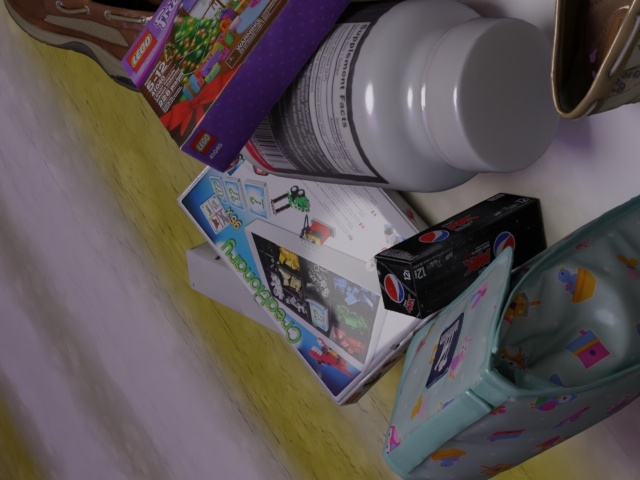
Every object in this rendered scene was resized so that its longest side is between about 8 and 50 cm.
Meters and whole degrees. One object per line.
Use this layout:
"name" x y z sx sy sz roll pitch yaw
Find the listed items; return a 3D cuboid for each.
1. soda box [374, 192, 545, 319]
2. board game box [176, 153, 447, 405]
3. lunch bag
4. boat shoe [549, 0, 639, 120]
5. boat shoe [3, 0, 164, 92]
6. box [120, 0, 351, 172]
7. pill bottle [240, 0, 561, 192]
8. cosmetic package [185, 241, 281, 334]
"soda box" 0.132 0.012 1.212 0.053 0.169 0.060 14 123 51
"board game box" 0.000 0.000 1.402 0.193 0.053 0.305 -46 69 18
"lunch bag" 0.183 0.097 1.116 0.160 0.262 0.223 56 147 12
"boat shoe" 0.231 -0.225 0.990 0.104 0.089 0.285 29 133 42
"boat shoe" -0.271 -0.295 1.622 0.324 0.122 0.120 29 129 30
"box" -0.059 -0.231 1.210 0.293 0.057 0.201 -53 37 11
"pill bottle" 0.062 -0.135 1.203 0.318 0.176 0.176 9 119 51
"cosmetic package" -0.052 0.051 1.555 0.239 0.099 0.060 22 129 45
